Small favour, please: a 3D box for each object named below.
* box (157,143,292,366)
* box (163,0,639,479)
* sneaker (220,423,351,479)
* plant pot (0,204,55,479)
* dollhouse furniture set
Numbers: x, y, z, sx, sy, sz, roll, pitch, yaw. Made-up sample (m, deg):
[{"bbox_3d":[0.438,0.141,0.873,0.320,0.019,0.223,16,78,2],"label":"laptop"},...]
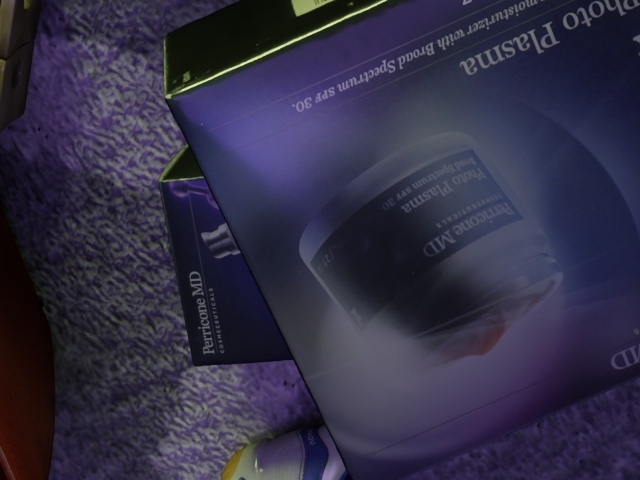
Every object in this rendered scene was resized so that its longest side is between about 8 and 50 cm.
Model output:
[{"bbox_3d":[0.000,0.000,1.315,0.207,0.108,0.153,-6,109,13],"label":"box"},{"bbox_3d":[0.094,-0.044,1.133,0.296,0.183,0.294,-24,110,4],"label":"box"},{"bbox_3d":[0.039,0.282,1.411,0.131,0.112,0.296,-25,104,18],"label":"sneaker"},{"bbox_3d":[-0.343,0.073,1.334,0.267,0.235,0.267,-12,114,14],"label":"plant pot"},{"bbox_3d":[-0.294,-0.141,1.280,0.129,0.183,0.129,15,112,5],"label":"dollhouse furniture set"}]
